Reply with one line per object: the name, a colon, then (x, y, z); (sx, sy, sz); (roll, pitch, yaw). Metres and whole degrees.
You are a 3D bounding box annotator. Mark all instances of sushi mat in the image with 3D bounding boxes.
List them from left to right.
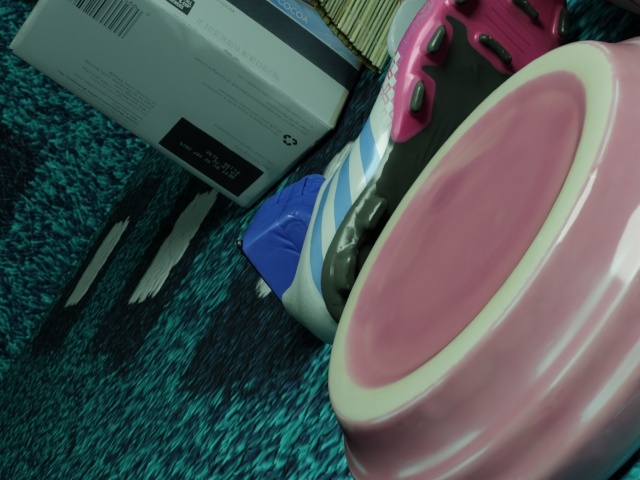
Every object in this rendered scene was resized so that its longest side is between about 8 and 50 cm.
sushi mat: (0.093, -0.350, 1.465); (0.019, 0.151, 0.316); (16, 73, 41)

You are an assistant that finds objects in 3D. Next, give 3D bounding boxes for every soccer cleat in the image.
soccer cleat: (0.066, -0.073, 1.006); (0.331, 0.116, 0.143); (-61, 19, -15)

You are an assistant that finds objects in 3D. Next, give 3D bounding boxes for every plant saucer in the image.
plant saucer: (0.108, 0.014, 0.758); (0.332, 0.084, 0.332); (-52, 15, 20)

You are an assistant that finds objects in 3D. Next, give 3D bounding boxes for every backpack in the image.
backpack: (0.000, 0.000, 1.123); (0.101, 0.098, 0.120); (-28, 15, 13)

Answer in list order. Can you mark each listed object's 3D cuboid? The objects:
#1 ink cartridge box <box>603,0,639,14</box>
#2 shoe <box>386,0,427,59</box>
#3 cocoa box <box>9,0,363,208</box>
ink cartridge box: (0.233, -0.245, 0.846); (0.197, 0.114, 0.273); (-53, 15, 10)
shoe: (0.105, -0.224, 1.332); (0.178, 0.063, 0.081); (-58, 12, -28)
cocoa box: (-0.139, -0.254, 1.603); (0.231, 0.347, 0.228); (-38, 23, 51)
